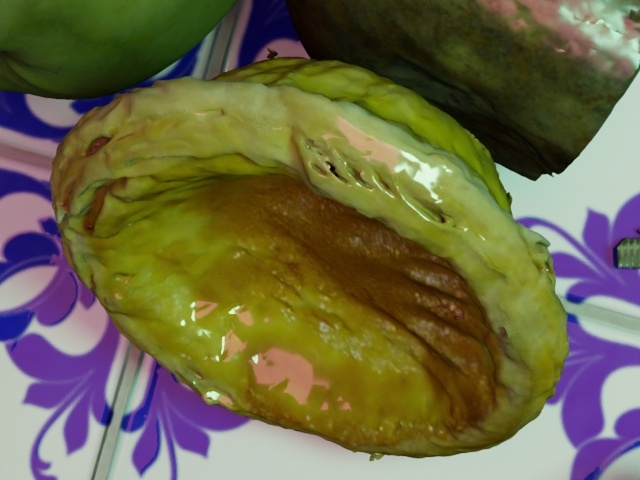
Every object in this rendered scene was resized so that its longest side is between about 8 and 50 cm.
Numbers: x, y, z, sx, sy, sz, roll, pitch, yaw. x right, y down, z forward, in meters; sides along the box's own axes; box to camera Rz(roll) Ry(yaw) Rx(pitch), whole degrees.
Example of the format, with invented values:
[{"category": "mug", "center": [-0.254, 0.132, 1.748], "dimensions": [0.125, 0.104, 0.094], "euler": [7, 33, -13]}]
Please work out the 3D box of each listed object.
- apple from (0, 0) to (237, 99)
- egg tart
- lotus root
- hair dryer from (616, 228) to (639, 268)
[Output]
[{"category": "apple", "center": [-0.193, -0.270, 1.174], "dimensions": [0.357, 0.357, 0.357], "euler": [0, 89, 6]}, {"category": "egg tart", "center": [0.000, 0.000, 1.173], "dimensions": [0.387, 0.388, 0.169], "euler": [22, 59, 6]}, {"category": "lotus root", "center": [0.073, -0.157, 1.167], "dimensions": [0.260, 0.267, 0.149], "euler": [28, 93, -4]}, {"category": "hair dryer", "center": [0.398, 0.098, 1.247], "dimensions": [0.298, 0.119, 0.296], "euler": [-16, 91, 21]}]
